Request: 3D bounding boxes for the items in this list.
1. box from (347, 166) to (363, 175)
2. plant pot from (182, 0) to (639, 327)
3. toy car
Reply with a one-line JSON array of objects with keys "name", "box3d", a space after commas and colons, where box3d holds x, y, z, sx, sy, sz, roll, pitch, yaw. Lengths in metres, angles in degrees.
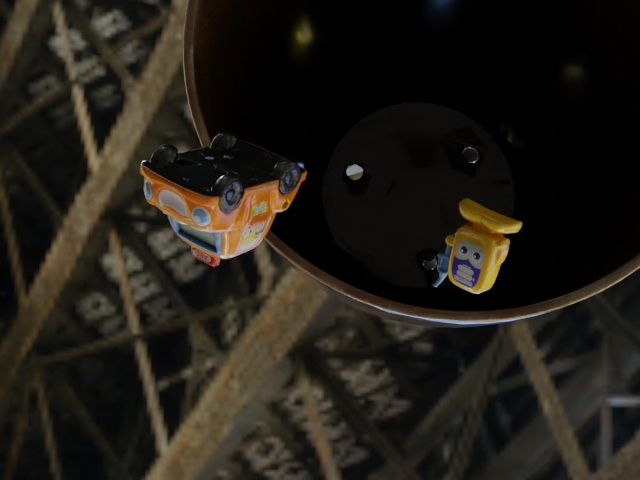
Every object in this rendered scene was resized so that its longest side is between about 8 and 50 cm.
[{"name": "box", "box3d": [0.013, -0.077, 0.889, 0.137, 0.094, 0.027, -127, -158, -62]}, {"name": "plant pot", "box3d": [0.055, -0.049, 0.691, 0.230, 0.215, 0.215, 90, -3, -77]}, {"name": "toy car", "box3d": [0.000, 0.000, 0.510, 0.122, 0.060, 0.040, 19, -66, 13]}]
